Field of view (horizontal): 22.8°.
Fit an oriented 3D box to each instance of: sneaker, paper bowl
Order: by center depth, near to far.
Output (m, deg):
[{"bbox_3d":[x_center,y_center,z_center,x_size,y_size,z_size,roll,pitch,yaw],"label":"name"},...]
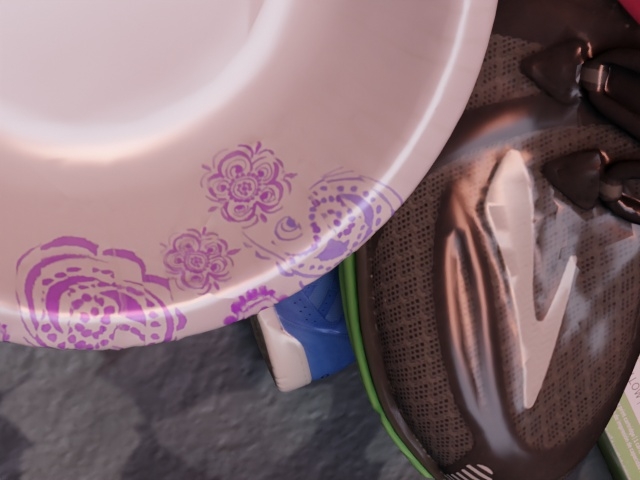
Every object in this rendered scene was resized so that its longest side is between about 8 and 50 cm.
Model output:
[{"bbox_3d":[-0.086,-0.112,0.602,0.284,0.148,0.284,-8,115,-17],"label":"paper bowl"},{"bbox_3d":[0.168,-0.095,0.671,0.185,0.202,0.483,25,98,-29],"label":"sneaker"},{"bbox_3d":[0.000,0.000,0.753,0.085,0.058,0.152,-21,125,-7],"label":"sneaker"}]

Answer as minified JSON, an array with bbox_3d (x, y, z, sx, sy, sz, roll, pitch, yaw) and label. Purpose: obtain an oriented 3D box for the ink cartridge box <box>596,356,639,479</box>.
[{"bbox_3d":[0.248,0.038,0.882,0.235,0.056,0.171,-31,123,-3],"label":"ink cartridge box"}]
